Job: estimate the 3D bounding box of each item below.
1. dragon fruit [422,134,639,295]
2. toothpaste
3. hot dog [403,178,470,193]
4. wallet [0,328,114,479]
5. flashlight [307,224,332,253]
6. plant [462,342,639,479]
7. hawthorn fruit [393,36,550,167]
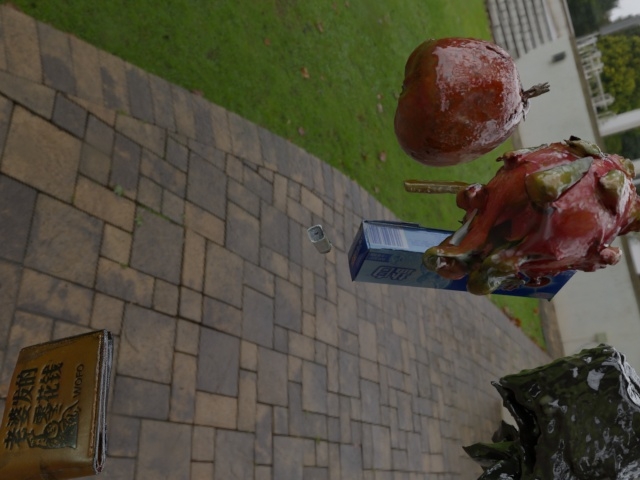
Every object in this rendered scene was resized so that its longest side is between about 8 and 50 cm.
[{"bbox_3d":[0.192,-0.016,0.530,0.150,0.208,0.133,66,0,-82],"label":"dragon fruit"},{"bbox_3d":[0.172,0.027,0.682,0.273,0.066,0.053,6,44,-16],"label":"toothpaste"},{"bbox_3d":[0.229,-0.105,1.108,0.044,0.137,0.028,-102,-166,-61],"label":"hot dog"},{"bbox_3d":[-0.358,0.223,0.763,0.042,0.161,0.195,51,28,-53],"label":"wallet"},{"bbox_3d":[0.000,0.000,0.664,0.083,0.018,0.018,57,13,-77],"label":"flashlight"},{"bbox_3d":[0.333,0.276,0.794,0.199,0.276,0.188,25,32,-49],"label":"plant"},{"bbox_3d":[0.306,-0.288,1.150,0.276,0.308,0.275,1,90,-74],"label":"hawthorn fruit"}]
